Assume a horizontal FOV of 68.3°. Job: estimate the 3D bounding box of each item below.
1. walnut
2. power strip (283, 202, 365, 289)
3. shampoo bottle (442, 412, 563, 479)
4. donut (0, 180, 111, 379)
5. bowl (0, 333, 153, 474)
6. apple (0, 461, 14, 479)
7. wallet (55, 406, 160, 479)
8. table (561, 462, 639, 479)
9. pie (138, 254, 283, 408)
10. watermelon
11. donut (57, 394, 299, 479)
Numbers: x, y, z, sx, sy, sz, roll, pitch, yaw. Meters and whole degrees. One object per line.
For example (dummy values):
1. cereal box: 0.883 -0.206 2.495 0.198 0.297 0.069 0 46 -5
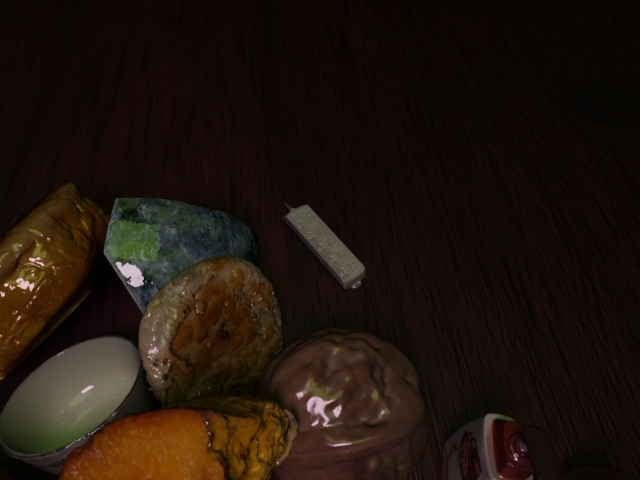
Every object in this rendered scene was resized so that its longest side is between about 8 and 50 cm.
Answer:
1. walnut: 0.031 0.264 0.699 0.273 0.273 0.227 -27 33 -24
2. power strip: 0.000 0.000 0.994 0.060 0.027 0.253 -31 66 -26
3. shampoo bottle: 0.244 0.318 0.663 0.071 0.284 0.153 12 53 2
4. donut: -0.449 0.065 0.743 0.159 0.330 0.330 34 54 -16
5. bowl: -0.342 0.252 0.700 0.211 0.112 0.211 -11 36 8
6. apple: -0.535 0.369 0.480 0.399 0.334 0.401 5 56 -7
7. wallet: -0.311 0.364 0.693 0.230 0.042 0.124 -32 60 -28
8. table: 0.431 0.496 0.622 0.249 0.317 0.317 47 61 6
9. pie: -0.162 0.155 0.753 0.055 0.274 0.274 -6 43 40
10. watermelon: -0.254 0.080 0.862 0.319 0.213 0.290 4 85 -52
11. donut: -0.135 0.396 0.538 0.377 0.163 0.436 -27 84 14
